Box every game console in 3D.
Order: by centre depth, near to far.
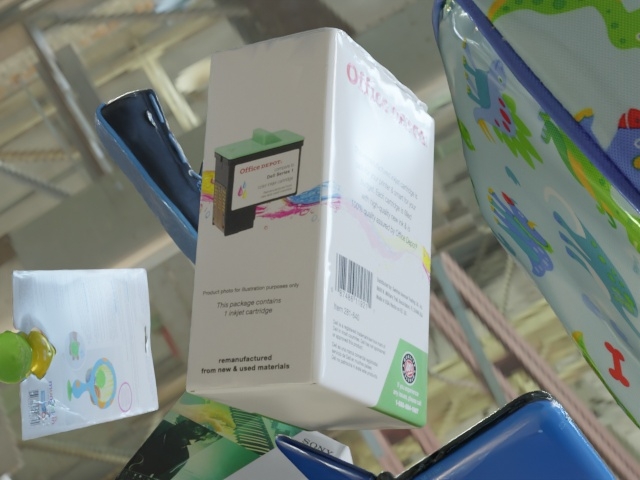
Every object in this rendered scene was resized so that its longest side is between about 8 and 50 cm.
[{"bbox_3d":[0.145,0.247,1.265,0.250,0.293,0.173,-35,-145,7],"label":"game console"}]

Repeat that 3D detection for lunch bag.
[{"bbox_3d":[0.125,-0.002,0.448,0.090,0.219,0.176,-33,-118,-2],"label":"lunch bag"}]

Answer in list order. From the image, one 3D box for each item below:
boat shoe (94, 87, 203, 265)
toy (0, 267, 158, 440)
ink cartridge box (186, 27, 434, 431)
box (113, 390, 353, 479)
[{"bbox_3d":[-0.142,-0.061,1.452,0.089,0.258,0.109,-35,178,-19],"label":"boat shoe"},{"bbox_3d":[-0.220,0.095,1.179,0.056,0.136,0.237,-5,177,16],"label":"toy"},{"bbox_3d":[0.000,0.000,1.068,0.117,0.201,0.278,-6,-109,27],"label":"ink cartridge box"},{"bbox_3d":[-0.142,0.330,1.594,0.232,0.058,0.322,22,-125,26],"label":"box"}]
